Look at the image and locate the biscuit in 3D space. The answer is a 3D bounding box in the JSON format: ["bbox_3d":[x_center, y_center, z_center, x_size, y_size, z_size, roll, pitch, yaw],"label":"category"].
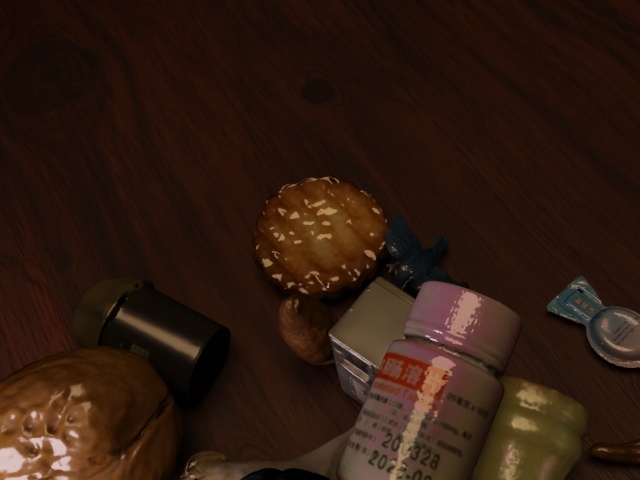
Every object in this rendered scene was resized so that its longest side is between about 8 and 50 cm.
[{"bbox_3d":[0.000,0.000,1.884,0.326,0.107,0.325,-3,60,5],"label":"biscuit"}]

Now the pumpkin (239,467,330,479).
[{"bbox_3d":[-0.059,0.567,1.381,0.363,0.266,0.363,1,99,6],"label":"pumpkin"}]

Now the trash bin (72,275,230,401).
[{"bbox_3d":[-0.378,0.199,1.749,0.334,0.214,0.214,20,62,14],"label":"trash bin"}]

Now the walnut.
[{"bbox_3d":[-0.468,0.383,1.562,0.398,0.354,0.308,-19,15,0],"label":"walnut"}]

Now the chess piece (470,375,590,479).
[{"bbox_3d":[0.327,0.485,1.460,0.234,0.234,0.442,14,63,17],"label":"chess piece"}]

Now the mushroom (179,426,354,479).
[{"bbox_3d":[-0.081,0.472,1.579,0.397,0.126,0.177,-10,45,2],"label":"mushroom"}]

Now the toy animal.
[{"bbox_3d":[0.218,0.062,1.774,0.255,0.176,0.239,-44,97,-22],"label":"toy animal"}]

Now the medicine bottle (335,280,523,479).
[{"bbox_3d":[0.197,0.282,1.420,0.219,0.219,0.388,21,78,20],"label":"medicine bottle"}]

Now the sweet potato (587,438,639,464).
[{"bbox_3d":[0.606,0.407,1.558,0.182,0.054,0.053,-7,90,2],"label":"sweet potato"}]

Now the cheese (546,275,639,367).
[{"bbox_3d":[0.607,0.180,1.707,0.135,0.052,0.245,-38,59,-19],"label":"cheese"}]

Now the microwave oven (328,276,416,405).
[{"bbox_3d":[0.118,0.223,1.638,0.145,0.240,0.194,35,68,26],"label":"microwave oven"}]

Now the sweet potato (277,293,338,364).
[{"bbox_3d":[-0.023,0.181,1.645,0.131,0.336,0.131,-3,75,11],"label":"sweet potato"}]
